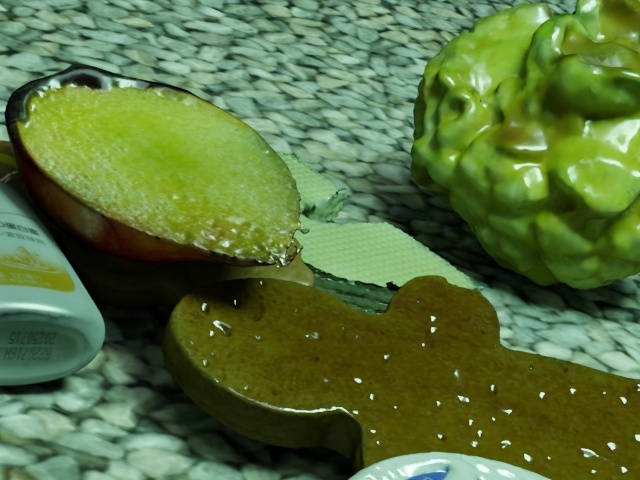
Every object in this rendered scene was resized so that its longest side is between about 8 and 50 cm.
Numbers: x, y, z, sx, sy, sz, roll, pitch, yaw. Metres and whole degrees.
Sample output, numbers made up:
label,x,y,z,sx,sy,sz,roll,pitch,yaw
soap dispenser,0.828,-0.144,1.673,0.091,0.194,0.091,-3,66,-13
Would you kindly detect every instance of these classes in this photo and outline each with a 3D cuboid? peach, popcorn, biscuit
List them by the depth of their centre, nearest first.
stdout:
label,x,y,z,sx,sy,sz,roll,pitch,yaw
biscuit,0.098,0.132,1.327,0.432,0.064,0.283,16,33,-2
peach,-0.116,-0.036,1.404,0.189,0.068,0.279,-20,46,-35
biscuit,-0.130,-0.020,1.469,0.295,0.044,0.186,29,45,25
biscuit,0.000,0.000,1.564,0.250,0.046,0.147,34,28,32
popcorn,0.209,-0.090,1.684,0.258,0.270,0.224,-2,-19,34

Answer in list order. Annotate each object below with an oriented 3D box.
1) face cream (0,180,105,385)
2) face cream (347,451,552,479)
label,x,y,z,sx,sy,sz,roll,pitch,yaw
face cream,-0.255,0.000,1.350,0.144,0.071,0.291,5,27,-28
face cream,0.091,0.211,1.091,0.206,0.111,0.206,13,22,-5
